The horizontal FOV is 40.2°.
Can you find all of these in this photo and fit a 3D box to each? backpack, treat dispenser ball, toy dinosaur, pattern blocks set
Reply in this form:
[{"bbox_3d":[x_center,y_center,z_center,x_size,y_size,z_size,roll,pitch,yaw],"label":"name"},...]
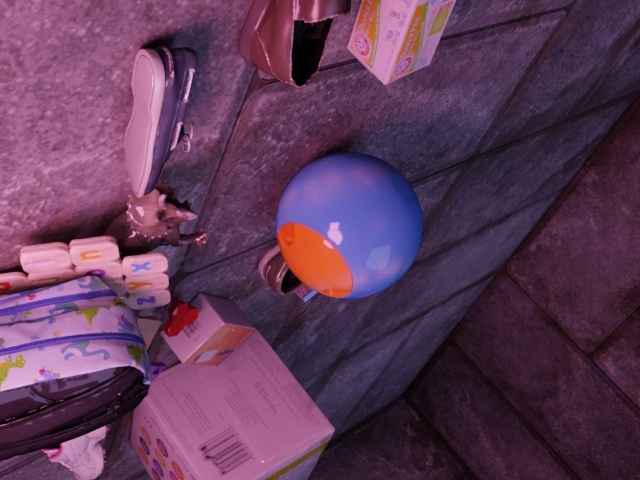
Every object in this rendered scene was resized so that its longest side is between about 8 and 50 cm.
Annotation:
[{"bbox_3d":[-0.432,0.198,1.295,0.356,0.273,0.290,-4,144,-10],"label":"backpack"},{"bbox_3d":[0.056,-0.029,1.708,0.288,0.288,0.288,-35,159,-16],"label":"treat dispenser ball"},{"bbox_3d":[-0.295,-0.005,1.424,0.314,0.121,0.160,-34,150,32],"label":"toy dinosaur"},{"bbox_3d":[-0.390,0.201,1.661,0.285,0.026,0.325,-57,149,0],"label":"pattern blocks set"}]

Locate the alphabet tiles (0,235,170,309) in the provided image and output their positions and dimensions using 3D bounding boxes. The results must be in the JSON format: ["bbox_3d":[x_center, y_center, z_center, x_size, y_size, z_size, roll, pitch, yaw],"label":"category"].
[{"bbox_3d":[-0.380,0.077,1.387,0.278,0.021,0.284,-9,151,-12],"label":"alphabet tiles"}]

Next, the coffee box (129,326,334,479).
[{"bbox_3d":[-0.229,0.483,2.141,0.338,0.337,0.334,-26,154,-31],"label":"coffee box"}]

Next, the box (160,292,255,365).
[{"bbox_3d":[-0.244,0.198,1.918,0.130,0.091,0.170,-45,159,8],"label":"box"}]

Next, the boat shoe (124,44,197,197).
[{"bbox_3d":[-0.224,-0.163,1.225,0.079,0.095,0.254,-14,139,-31],"label":"boat shoe"}]

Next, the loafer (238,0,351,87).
[{"bbox_3d":[0.007,-0.357,1.182,0.134,0.130,0.366,-25,154,-37],"label":"loafer"}]

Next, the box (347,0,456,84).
[{"bbox_3d":[0.136,-0.372,1.425,0.114,0.103,0.203,-30,157,-30],"label":"box"}]

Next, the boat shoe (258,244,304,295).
[{"bbox_3d":[0.002,0.003,1.926,0.305,0.091,0.109,-41,133,-1],"label":"boat shoe"}]

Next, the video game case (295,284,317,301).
[{"bbox_3d":[-0.024,0.068,1.981,0.119,0.166,0.015,-39,120,-7],"label":"video game case"}]

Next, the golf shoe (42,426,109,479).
[{"bbox_3d":[-0.535,0.432,1.875,0.140,0.115,0.306,-16,143,-29],"label":"golf shoe"}]
